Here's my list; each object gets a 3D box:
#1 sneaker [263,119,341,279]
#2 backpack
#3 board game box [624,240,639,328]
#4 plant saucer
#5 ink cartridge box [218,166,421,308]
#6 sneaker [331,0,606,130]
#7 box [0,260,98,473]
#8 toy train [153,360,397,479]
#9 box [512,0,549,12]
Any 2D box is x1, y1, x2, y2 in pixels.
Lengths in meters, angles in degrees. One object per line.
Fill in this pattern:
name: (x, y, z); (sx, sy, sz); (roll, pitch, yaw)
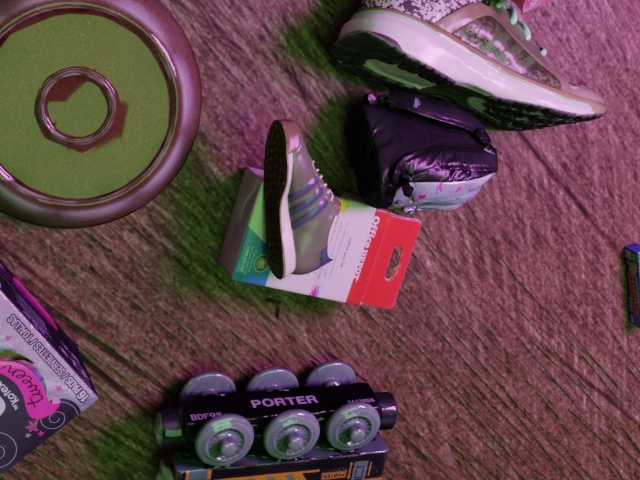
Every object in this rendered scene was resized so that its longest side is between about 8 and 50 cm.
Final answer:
sneaker: (-0.017, -0.051, 1.175); (0.086, 0.064, 0.192); (-7, 107, -27)
backpack: (0.132, -0.105, 1.258); (0.182, 0.115, 0.151); (0, 66, -24)
board game box: (0.574, 0.045, 1.540); (0.201, 0.035, 0.136); (-17, 113, -16)
plant saucer: (-0.282, -0.156, 1.127); (0.311, 0.050, 0.310); (-7, 109, -20)
ink cartridge box: (0.000, 0.000, 1.272); (0.231, 0.078, 0.134); (13, 102, -24)
sneaker: (0.217, -0.257, 1.249); (0.410, 0.158, 0.182); (16, 84, -30)
box: (-0.391, 0.110, 1.105); (0.142, 0.163, 0.247); (-39, 117, -7)
toy train: (-0.059, 0.275, 1.315); (0.334, 0.142, 0.190); (-2, 118, -21)
box: (0.336, -0.427, 1.197); (0.300, 0.154, 0.142); (-27, 154, -12)
